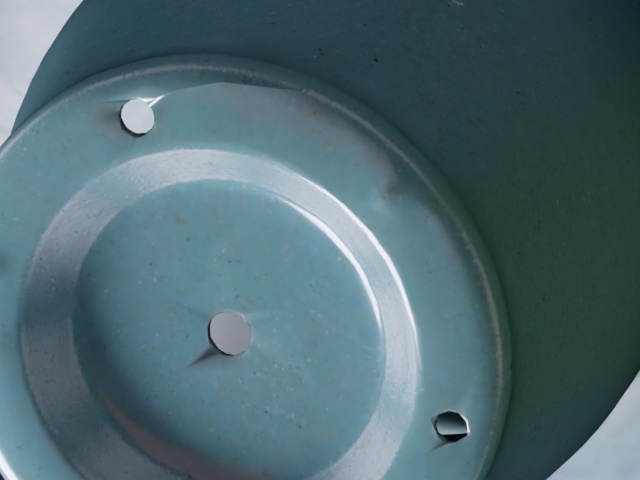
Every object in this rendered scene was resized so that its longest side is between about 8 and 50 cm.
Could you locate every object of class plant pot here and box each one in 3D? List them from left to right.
[{"bbox_3d":[0.000,0.000,0.708,0.271,0.255,0.272,5,109,15],"label":"plant pot"}]

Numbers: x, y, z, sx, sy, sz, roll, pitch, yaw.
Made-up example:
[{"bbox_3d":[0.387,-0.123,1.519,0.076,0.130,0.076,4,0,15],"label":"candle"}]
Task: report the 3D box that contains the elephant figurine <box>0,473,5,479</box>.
[{"bbox_3d":[-0.151,0.174,0.903,0.239,0.186,0.169,-36,42,14],"label":"elephant figurine"}]
